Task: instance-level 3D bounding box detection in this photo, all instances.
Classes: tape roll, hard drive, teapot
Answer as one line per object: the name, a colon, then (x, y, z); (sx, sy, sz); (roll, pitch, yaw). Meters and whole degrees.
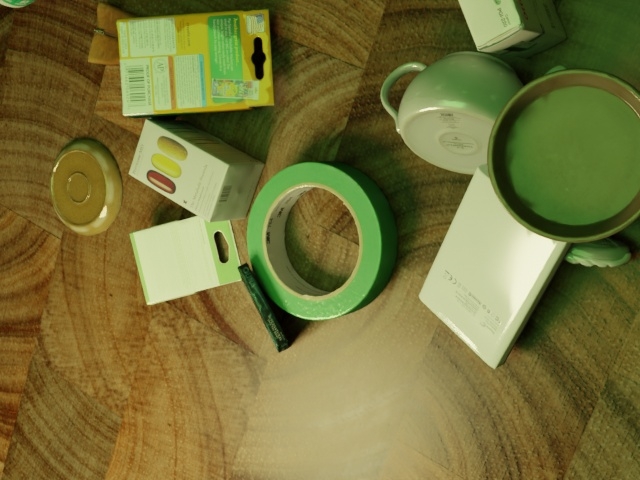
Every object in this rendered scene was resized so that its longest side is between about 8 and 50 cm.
tape roll: (0.000, 0.000, 1.940); (0.321, 0.077, 0.321); (3, 96, 31)
hard drive: (0.307, 0.050, 1.707); (0.210, 0.040, 0.319); (45, 135, 29)
teapot: (0.263, -0.249, 1.692); (0.252, 0.256, 0.187); (-38, 31, 63)

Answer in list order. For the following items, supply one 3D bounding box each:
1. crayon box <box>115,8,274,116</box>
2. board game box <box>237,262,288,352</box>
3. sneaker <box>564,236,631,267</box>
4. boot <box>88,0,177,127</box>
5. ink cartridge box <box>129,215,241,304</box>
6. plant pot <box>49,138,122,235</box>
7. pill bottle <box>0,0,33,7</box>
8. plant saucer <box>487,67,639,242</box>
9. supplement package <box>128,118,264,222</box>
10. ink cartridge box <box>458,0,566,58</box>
crayon box: (-0.257, -0.370, 2.004); (0.322, 0.083, 0.203); (-3, 94, 5)
board game box: (-0.120, 0.144, 2.005); (0.026, 0.126, 0.186); (-27, 79, -7)
sneaker: (0.417, -0.041, 1.665); (0.281, 0.105, 0.115); (29, 109, 26)
boot: (-0.434, -0.391, 2.153); (0.280, 0.096, 0.264); (18, 106, 30)
ink cartridge box: (-0.296, 0.036, 2.138); (0.235, 0.056, 0.171); (-14, 88, 7)
plant pot: (-0.577, -0.127, 2.302); (0.236, 0.032, 0.236); (3, 96, 30)
pill bottle: (-0.618, -0.691, 2.169); (0.361, 0.204, 0.204); (-17, 86, 32)
plant saucer: (0.409, -0.135, 1.527); (0.277, 0.041, 0.278); (2, 96, 18)
supplement package: (-0.269, -0.154, 2.053); (0.244, 0.134, 0.139); (29, 109, 26)
ink cartridge box: (0.320, -0.403, 1.621); (0.092, 0.218, 0.159); (-24, 82, 31)
